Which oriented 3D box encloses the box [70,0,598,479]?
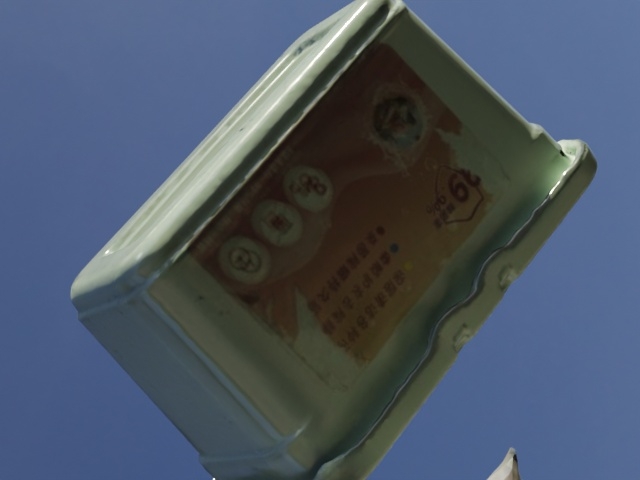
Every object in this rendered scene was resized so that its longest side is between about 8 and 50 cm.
[{"bbox_3d":[0.000,0.000,0.900,0.182,0.175,0.312,46,-117,-13],"label":"box"}]

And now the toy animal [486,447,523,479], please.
[{"bbox_3d":[0.146,0.251,0.510,0.241,0.196,0.367,-44,-55,-18],"label":"toy animal"}]
